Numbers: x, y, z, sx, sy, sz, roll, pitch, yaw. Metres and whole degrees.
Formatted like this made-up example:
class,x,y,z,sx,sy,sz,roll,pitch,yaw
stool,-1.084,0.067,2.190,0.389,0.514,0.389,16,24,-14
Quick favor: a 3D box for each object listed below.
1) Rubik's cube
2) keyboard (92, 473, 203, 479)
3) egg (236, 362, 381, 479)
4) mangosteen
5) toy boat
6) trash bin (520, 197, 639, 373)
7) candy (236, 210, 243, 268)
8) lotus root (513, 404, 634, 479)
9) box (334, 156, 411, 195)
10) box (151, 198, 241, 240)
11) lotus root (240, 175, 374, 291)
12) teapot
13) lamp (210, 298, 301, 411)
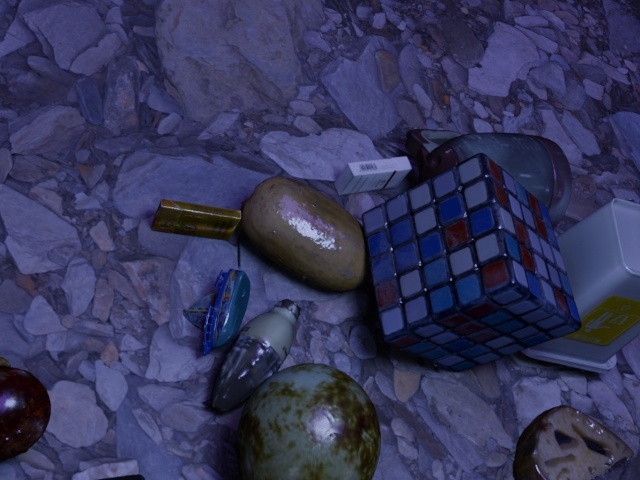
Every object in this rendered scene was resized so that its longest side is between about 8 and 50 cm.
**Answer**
class,x,y,z,sx,sy,sz,roll,pitch,yaw
Rubik's cube,0.286,0.056,1.595,0.292,0.287,0.293,30,44,-44
keyboard,-0.350,0.423,1.283,0.381,0.041,0.104,-3,62,-26
egg,-0.021,0.347,1.363,0.238,0.238,0.290,11,76,-18
mangosteen,-0.506,0.255,1.269,0.181,0.156,0.146,22,76,25
toy boat,-0.199,0.134,1.522,0.110,0.091,0.175,1,54,17
trash bin,0.569,0.073,1.717,0.255,0.368,0.296,14,55,-15
candy,-0.159,-0.002,1.649,0.035,0.035,0.123,9,65,-16
lotus root,0.491,0.418,1.654,0.260,0.074,0.170,-21,68,-34
box,0.116,-0.142,1.824,0.154,0.084,0.040,-10,63,-29
box,-0.239,-0.038,1.596,0.156,0.089,0.022,9,54,-22
lotus root,0.000,0.000,1.640,0.342,0.151,0.169,32,49,-8
teapot,0.344,-0.155,1.846,0.312,0.233,0.315,5,34,-29
lamp,-0.116,0.206,1.493,0.101,0.101,0.250,35,60,-1
